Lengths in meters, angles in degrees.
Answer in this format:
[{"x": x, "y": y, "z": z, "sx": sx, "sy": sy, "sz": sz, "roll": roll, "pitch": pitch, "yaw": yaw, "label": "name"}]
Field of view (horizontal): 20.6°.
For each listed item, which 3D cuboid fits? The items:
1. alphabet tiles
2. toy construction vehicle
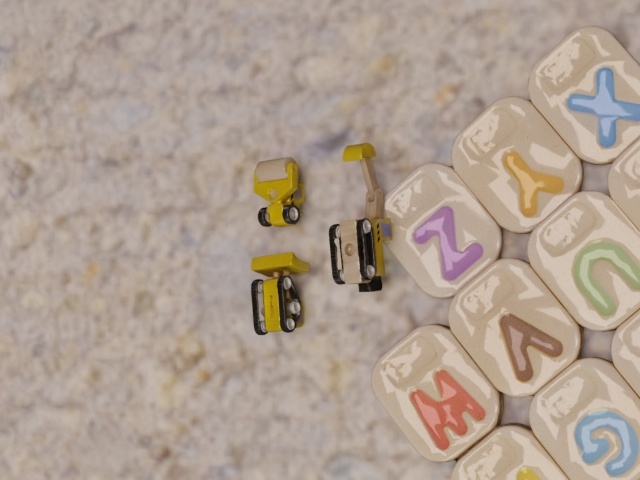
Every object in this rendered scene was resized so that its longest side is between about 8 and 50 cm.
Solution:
[{"x": 0.167, "y": 0.037, "z": 0.928, "sx": 0.284, "sy": 0.021, "sz": 0.278, "roll": -41, "pitch": 76, "yaw": 13, "label": "alphabet tiles"}, {"x": 0.000, "y": 0.000, "z": 0.980, "sx": 0.086, "sy": 0.035, "sz": 0.098, "roll": -12, "pitch": 81, "yaw": 38, "label": "toy construction vehicle"}]
